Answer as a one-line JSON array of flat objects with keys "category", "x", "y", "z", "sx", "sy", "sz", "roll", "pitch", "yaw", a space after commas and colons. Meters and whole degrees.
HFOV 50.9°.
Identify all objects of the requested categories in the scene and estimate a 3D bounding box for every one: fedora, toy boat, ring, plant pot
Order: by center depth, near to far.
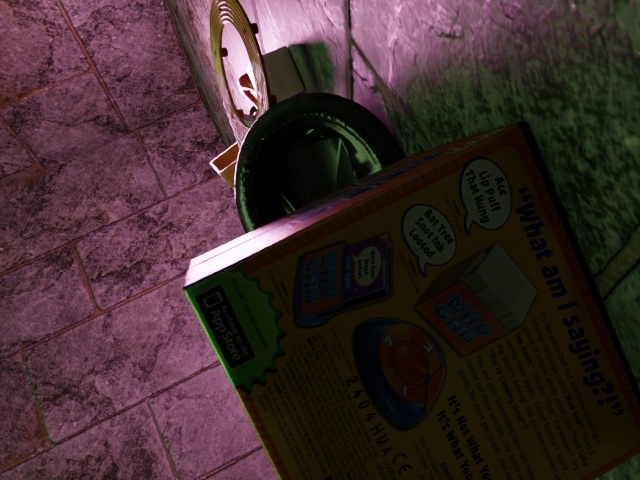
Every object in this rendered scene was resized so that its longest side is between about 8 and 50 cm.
[{"category": "fedora", "x": 0.021, "y": -0.078, "z": 1.123, "sx": 0.334, "sy": 0.333, "sz": 0.152, "roll": 65, "pitch": -158, "yaw": -3}, {"category": "ring", "x": -0.161, "y": -0.344, "z": 1.399, "sx": 0.337, "sy": 0.032, "sz": 0.337, "roll": 51, "pitch": 151, "yaw": 44}, {"category": "toy boat", "x": -0.145, "y": -0.299, "z": 1.649, "sx": 0.231, "sy": 0.151, "sz": 0.151, "roll": 64, "pitch": 171, "yaw": 1}, {"category": "plant pot", "x": -0.176, "y": -0.206, "z": 1.993, "sx": 0.187, "sy": 0.212, "sz": 0.212, "roll": 54, "pitch": 176, "yaw": -21}]

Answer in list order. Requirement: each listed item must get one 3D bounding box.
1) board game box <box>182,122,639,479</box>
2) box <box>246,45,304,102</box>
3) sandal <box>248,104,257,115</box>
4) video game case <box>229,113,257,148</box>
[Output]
[{"category": "board game box", "x": 0.079, "y": 0.117, "z": 0.801, "sx": 0.357, "sy": 0.356, "sz": 0.356, "roll": 65, "pitch": 172, "yaw": -6}, {"category": "box", "x": -0.098, "y": -0.346, "z": 1.441, "sx": 0.101, "sy": 0.087, "sz": 0.102, "roll": 66, "pitch": 172, "yaw": -7}, {"category": "sandal", "x": -0.120, "y": -0.277, "z": 1.806, "sx": 0.054, "sy": 0.097, "sz": 0.255, "roll": 56, "pitch": -168, "yaw": -55}, {"category": "video game case", "x": -0.096, "y": -0.204, "z": 1.608, "sx": 0.206, "sy": 0.026, "sz": 0.227, "roll": 10, "pitch": 144, "yaw": 21}]
